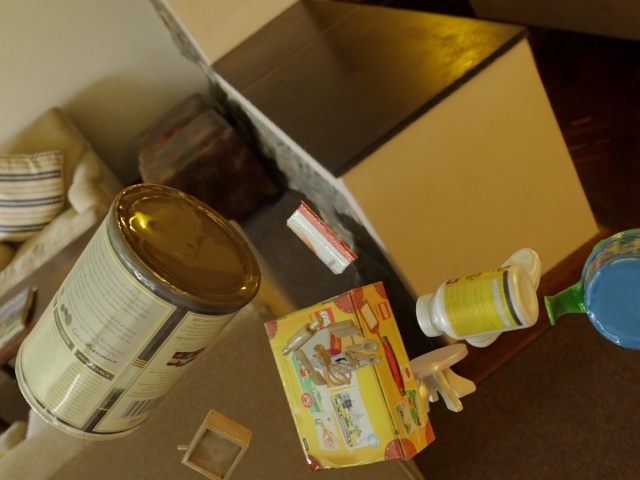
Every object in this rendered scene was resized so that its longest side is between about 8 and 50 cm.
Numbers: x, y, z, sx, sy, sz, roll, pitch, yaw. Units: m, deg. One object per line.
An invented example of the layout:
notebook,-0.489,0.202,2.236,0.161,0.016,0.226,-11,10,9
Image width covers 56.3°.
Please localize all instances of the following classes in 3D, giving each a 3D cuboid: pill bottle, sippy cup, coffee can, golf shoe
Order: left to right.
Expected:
coffee can,-0.237,0.094,0.773,0.275,0.201,0.202,-48,25,23
pill bottle,0.258,0.109,1.001,0.184,0.103,0.103,-18,35,34
golf shoe,0.480,0.147,1.578,0.115,0.140,0.306,34,91,29
sippy cup,0.592,0.098,1.105,0.240,0.224,0.306,44,114,20

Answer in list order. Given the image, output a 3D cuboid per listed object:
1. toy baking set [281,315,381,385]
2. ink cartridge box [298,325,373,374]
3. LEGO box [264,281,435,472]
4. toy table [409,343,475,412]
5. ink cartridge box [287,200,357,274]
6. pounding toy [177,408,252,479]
toy baking set,0.017,0.253,1.303,0.256,0.196,0.030,-42,24,39
ink cartridge box,0.042,0.304,1.637,0.127,0.175,0.072,-30,49,35
LEGO box,0.081,0.427,1.862,0.372,0.501,0.193,-23,-9,36
toy table,0.390,0.473,2.007,0.274,0.161,0.252,-20,0,-3
ink cartridge box,0.000,0.000,1.118,0.045,0.145,0.179,-44,-1,-3
pounding toy,-0.246,0.467,1.354,0.141,0.130,0.100,-59,4,8
